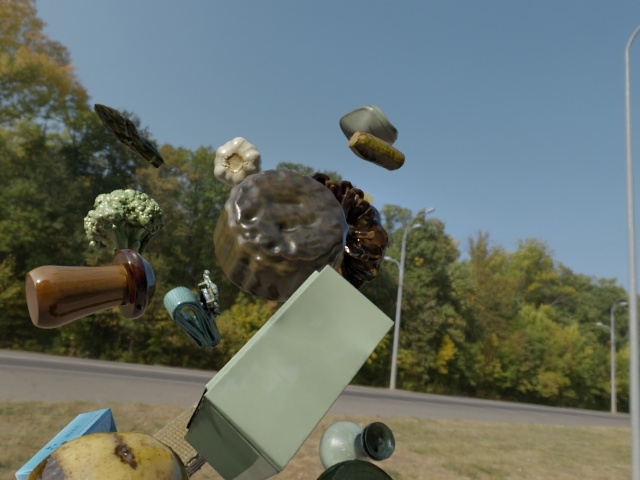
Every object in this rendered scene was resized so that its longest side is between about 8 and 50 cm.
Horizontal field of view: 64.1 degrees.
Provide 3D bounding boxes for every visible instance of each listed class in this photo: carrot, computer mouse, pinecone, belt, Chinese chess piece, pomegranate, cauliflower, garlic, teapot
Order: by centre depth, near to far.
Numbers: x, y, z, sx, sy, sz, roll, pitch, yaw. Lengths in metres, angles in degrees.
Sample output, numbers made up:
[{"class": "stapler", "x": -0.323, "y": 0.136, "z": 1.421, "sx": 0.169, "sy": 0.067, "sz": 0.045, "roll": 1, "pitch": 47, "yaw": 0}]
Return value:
[{"class": "Chinese chess piece", "x": 0.048, "y": 0.348, "z": 0.633, "sx": 0.144, "sy": 0.144, "sz": 0.058, "roll": 16, "pitch": -45, "yaw": -34}, {"class": "pomegranate", "x": -0.358, "y": 0.454, "z": 0.846, "sx": 0.280, "sy": 0.282, "sz": 0.281, "roll": 7, "pitch": -13, "yaw": 1}, {"class": "belt", "x": -0.223, "y": 0.141, "z": 0.973, "sx": 0.100, "sy": 0.065, "sz": 0.179, "roll": -29, "pitch": -35, "yaw": -12}, {"class": "pinecone", "x": 0.000, "y": 0.000, "z": 1.468, "sx": 0.397, "sy": 0.398, "sz": 0.398, "roll": 7, "pitch": -13, "yaw": 1}, {"class": "carrot", "x": 0.170, "y": -0.271, "z": 1.565, "sx": 0.173, "sy": 0.082, "sz": 0.082, "roll": 26, "pitch": -19, "yaw": -21}, {"class": "teapot", "x": 0.114, "y": 0.636, "z": 1.580, "sx": 0.183, "sy": 0.184, "sz": 0.251, "roll": 13, "pitch": -35, "yaw": -26}, {"class": "cauliflower", "x": -0.659, "y": -0.034, "z": 1.687, "sx": 0.260, "sy": 0.281, "sz": 0.327, "roll": 18, "pitch": -10, "yaw": 4}, {"class": "garlic", "x": -0.321, "y": -0.301, "z": 2.059, "sx": 0.198, "sy": 0.199, "sz": 0.226, "roll": 6, "pitch": 4, "yaw": 3}, {"class": "computer mouse", "x": 0.183, "y": -0.443, "z": 2.068, "sx": 0.197, "sy": 0.095, "sz": 0.330, "roll": 50, "pitch": -19, "yaw": -16}]

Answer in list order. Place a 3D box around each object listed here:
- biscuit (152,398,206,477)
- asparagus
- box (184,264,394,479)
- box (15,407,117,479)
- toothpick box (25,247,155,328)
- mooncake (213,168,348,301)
[{"class": "biscuit", "x": -0.306, "y": 0.502, "z": 1.368, "sx": 0.143, "sy": 0.079, "sz": 0.426, "roll": 23, "pitch": 24, "yaw": 19}, {"class": "asparagus", "x": -0.611, "y": -0.339, "z": 1.630, "sx": 0.080, "sy": 0.080, "sz": 0.287, "roll": 0, "pitch": -27, "yaw": 30}, {"class": "box", "x": -0.053, "y": 0.181, "z": 0.661, "sx": 0.117, "sy": 0.225, "sz": 0.225, "roll": 41, "pitch": -36, "yaw": 6}, {"class": "box", "x": -0.502, "y": 0.470, "z": 1.057, "sx": 0.083, "sy": 0.143, "sz": 0.232, "roll": -13, "pitch": 8, "yaw": 5}, {"class": "toothpick box", "x": -0.575, "y": 0.124, "z": 1.308, "sx": 0.294, "sy": 0.192, "sz": 0.192, "roll": -8, "pitch": 0, "yaw": -40}, {"class": "mooncake", "x": -0.083, "y": -0.015, "z": 1.121, "sx": 0.290, "sy": 0.291, "sz": 0.161, "roll": 10, "pitch": -38, "yaw": -15}]
